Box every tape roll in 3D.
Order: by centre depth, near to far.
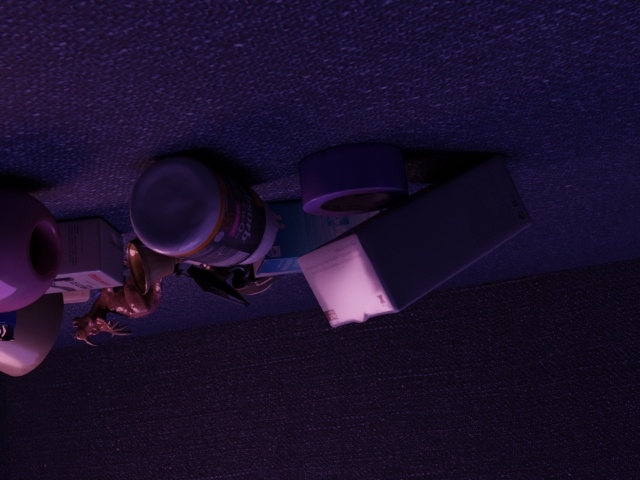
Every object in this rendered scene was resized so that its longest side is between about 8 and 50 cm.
[{"bbox_3d":[0.058,-0.104,1.401,0.188,0.080,0.189,-7,170,-1],"label":"tape roll"}]

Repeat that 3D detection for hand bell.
[{"bbox_3d":[-0.323,0.035,1.892,0.242,0.126,0.126,-16,174,-28],"label":"hand bell"}]

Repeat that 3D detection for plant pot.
[{"bbox_3d":[-0.807,0.168,1.898,0.256,0.257,0.274,-14,151,33],"label":"plant pot"}]

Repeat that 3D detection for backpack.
[{"bbox_3d":[-0.652,0.143,1.567,0.097,0.101,0.120,-2,163,-24],"label":"backpack"}]

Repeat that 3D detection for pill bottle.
[{"bbox_3d":[-0.188,-0.039,1.367,0.162,0.162,0.278,-11,169,19],"label":"pill bottle"}]

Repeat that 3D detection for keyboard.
[{"bbox_3d":[-0.298,0.098,2.039,0.201,0.033,0.317,22,179,-19],"label":"keyboard"}]

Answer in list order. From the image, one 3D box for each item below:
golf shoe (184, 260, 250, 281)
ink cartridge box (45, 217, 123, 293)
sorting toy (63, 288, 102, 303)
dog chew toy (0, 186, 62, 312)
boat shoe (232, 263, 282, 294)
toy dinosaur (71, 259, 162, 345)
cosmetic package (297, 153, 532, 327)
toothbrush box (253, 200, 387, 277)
[{"bbox_3d":[-0.263,0.057,1.987,0.198,0.094,0.077,-1,168,-23],"label":"golf shoe"},{"bbox_3d":[-0.562,0.040,1.648,0.272,0.114,0.197,-7,168,-1],"label":"ink cartridge box"},{"bbox_3d":[-0.732,0.133,2.203,0.347,0.047,0.196,-4,164,-17],"label":"sorting toy"},{"bbox_3d":[-0.605,0.017,1.319,0.331,0.207,0.206,-2,170,12],"label":"dog chew toy"},{"bbox_3d":[-0.134,0.055,2.051,0.335,0.112,0.095,-22,149,39],"label":"boat shoe"},{"bbox_3d":[-0.499,0.162,2.083,0.295,0.200,0.127,-12,168,23],"label":"toy dinosaur"},{"bbox_3d":[0.176,0.001,1.463,0.385,0.156,0.217,-27,-178,-35],"label":"cosmetic package"},{"bbox_3d":[0.004,-0.007,1.741,0.295,0.126,0.216,-6,169,-12],"label":"toothbrush box"}]
